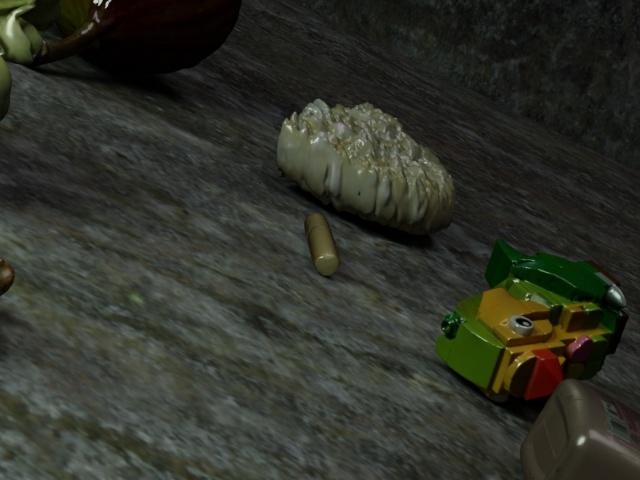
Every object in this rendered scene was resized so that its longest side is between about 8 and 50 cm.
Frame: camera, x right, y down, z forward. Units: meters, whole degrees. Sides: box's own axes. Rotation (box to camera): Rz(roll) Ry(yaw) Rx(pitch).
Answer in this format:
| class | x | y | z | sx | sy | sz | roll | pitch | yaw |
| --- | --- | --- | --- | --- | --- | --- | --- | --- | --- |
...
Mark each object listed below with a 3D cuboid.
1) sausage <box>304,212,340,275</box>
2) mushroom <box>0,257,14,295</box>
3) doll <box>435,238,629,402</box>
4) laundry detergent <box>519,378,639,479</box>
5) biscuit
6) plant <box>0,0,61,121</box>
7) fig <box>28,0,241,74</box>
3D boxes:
| class | x | y | z | sx | sy | sz | roll | pitch | yaw |
| --- | --- | --- | --- | --- | --- | --- | --- | --- | --- |
| sausage | 0.000 | 0.000 | 1.377 | 0.024 | 0.024 | 0.132 | 25 | 14 | -12 |
| mushroom | -0.213 | -0.004 | 0.836 | 0.088 | 0.073 | 0.129 | -4 | -12 | 35 |
| doll | 0.164 | 0.067 | 1.273 | 0.134 | 0.106 | 0.186 | 27 | 28 | 17 |
| laundry detergent | 0.252 | 0.179 | 1.081 | 0.237 | 0.076 | 0.171 | 27 | 12 | -6 |
| biscuit | 0.057 | -0.067 | 1.640 | 0.179 | 0.084 | 0.281 | 36 | 16 | 14 |
| plant | -0.311 | -0.213 | 1.025 | 0.306 | 0.261 | 0.297 | 5 | 25 | -36 |
| fig | -0.214 | -0.237 | 1.617 | 0.217 | 0.217 | 0.321 | 29 | 41 | 4 |
